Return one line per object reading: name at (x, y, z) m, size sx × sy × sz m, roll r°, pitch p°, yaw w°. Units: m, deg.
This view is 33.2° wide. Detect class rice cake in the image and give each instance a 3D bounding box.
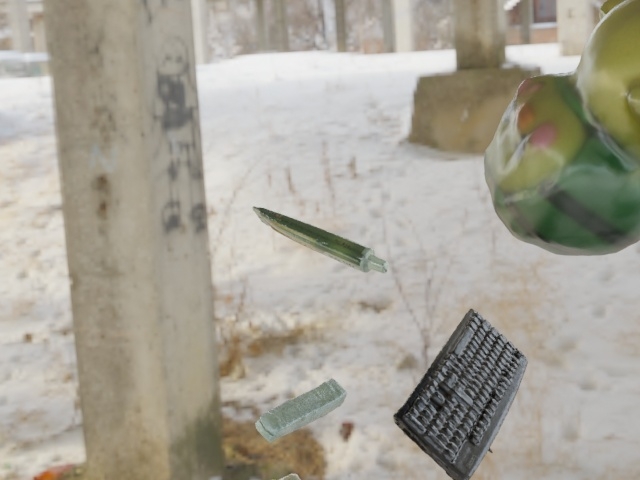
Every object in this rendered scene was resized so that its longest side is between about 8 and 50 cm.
rice cake at (-0.020, 0.196, 1.249) m, size 0.033 × 0.029 × 0.171 m, roll 41°, pitch 26°, yaw 18°

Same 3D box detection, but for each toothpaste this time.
toothpaste at (0.000, 0.000, 1.353) m, size 0.204 × 0.031 × 0.049 m, roll 23°, pitch -18°, yaw 31°

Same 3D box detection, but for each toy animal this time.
toy animal at (0.303, -0.113, 0.972) m, size 0.191 × 0.338 × 0.216 m, roll 34°, pitch 30°, yaw -21°

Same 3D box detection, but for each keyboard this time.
keyboard at (0.134, 0.133, 0.959) m, size 0.087 × 0.017 × 0.250 m, roll 42°, pitch 27°, yaw 5°

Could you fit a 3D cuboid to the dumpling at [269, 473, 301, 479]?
dumpling at (-0.035, 0.263, 0.723) m, size 0.132 × 0.179 × 0.252 m, roll 7°, pitch -28°, yaw -4°
